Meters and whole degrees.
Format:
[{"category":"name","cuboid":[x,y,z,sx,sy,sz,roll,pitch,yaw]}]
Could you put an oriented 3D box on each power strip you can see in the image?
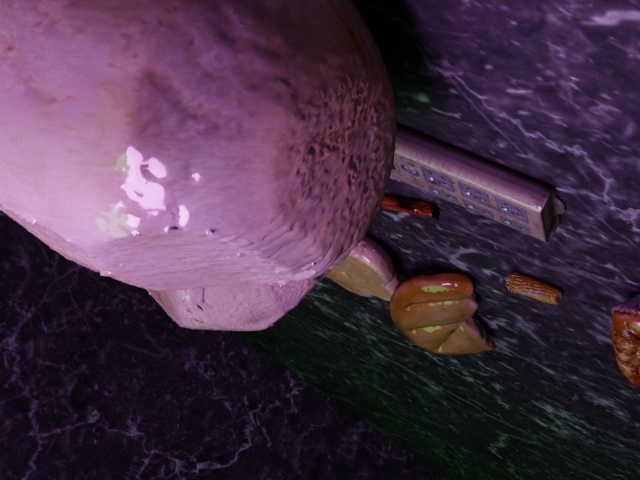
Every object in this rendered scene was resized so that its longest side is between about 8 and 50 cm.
[{"category":"power strip","cuboid":[0.146,-0.074,1.264,0.268,0.034,0.092,25,165,24]}]

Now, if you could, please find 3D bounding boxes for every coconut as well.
[{"category":"coconut","cuboid":[-0.142,-0.126,1.055,0.415,0.345,0.415,26,165,7]},{"category":"coconut","cuboid":[-0.121,-0.021,1.508,0.297,0.297,0.255,26,154,22]}]

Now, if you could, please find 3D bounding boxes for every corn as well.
[{"category":"corn","cuboid":[0.276,0.063,1.476,0.083,0.028,0.027,21,-176,35]}]

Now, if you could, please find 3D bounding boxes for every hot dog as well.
[{"category":"hot dog","cuboid":[0.411,0.135,1.353,0.131,0.069,0.253,23,163,33]}]

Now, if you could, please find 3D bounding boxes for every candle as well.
[{"category":"candle","cuboid":[0.090,-0.051,1.493,0.026,0.021,0.167,16,179,-42]}]

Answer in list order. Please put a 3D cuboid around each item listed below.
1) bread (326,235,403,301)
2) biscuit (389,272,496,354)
[{"category":"bread","cuboid":[0.000,0.000,1.799,0.316,0.054,0.316,31,166,8]},{"category":"biscuit","cuboid":[0.183,0.117,1.755,0.154,0.045,0.299,3,156,18]}]
